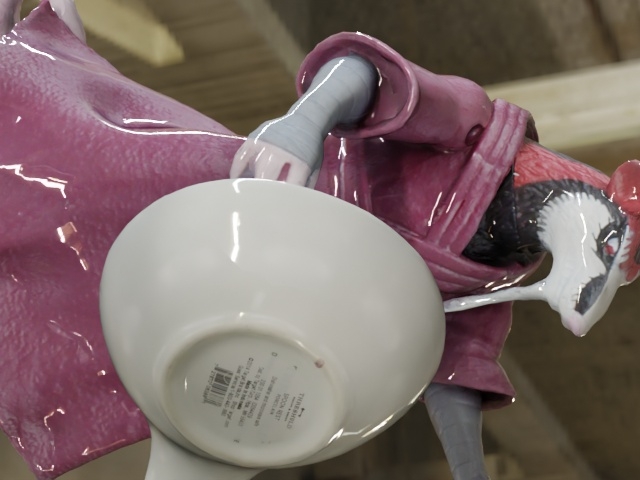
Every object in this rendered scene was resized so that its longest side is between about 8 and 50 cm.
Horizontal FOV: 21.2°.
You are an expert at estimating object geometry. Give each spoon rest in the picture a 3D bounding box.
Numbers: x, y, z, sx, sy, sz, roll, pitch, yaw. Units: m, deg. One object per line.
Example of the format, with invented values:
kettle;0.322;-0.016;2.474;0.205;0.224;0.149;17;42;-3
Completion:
spoon rest;-0.044;0.083;0.711;0.084;0.137;0.276;-79;12;-55

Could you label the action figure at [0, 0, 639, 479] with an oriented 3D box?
action figure;0.000;0.000;0.848;0.275;0.370;0.248;-84;-15;-57
